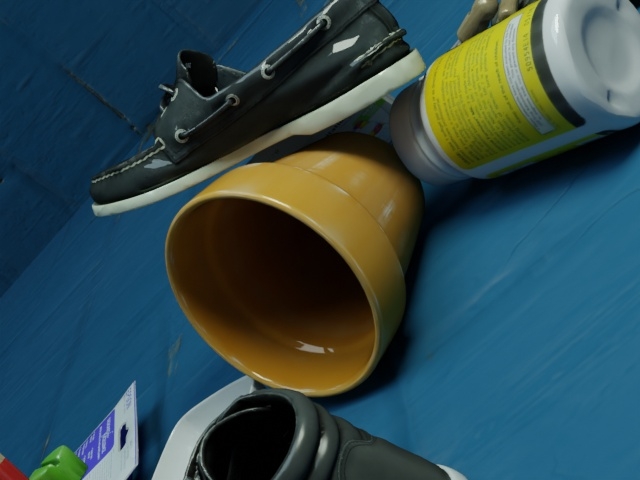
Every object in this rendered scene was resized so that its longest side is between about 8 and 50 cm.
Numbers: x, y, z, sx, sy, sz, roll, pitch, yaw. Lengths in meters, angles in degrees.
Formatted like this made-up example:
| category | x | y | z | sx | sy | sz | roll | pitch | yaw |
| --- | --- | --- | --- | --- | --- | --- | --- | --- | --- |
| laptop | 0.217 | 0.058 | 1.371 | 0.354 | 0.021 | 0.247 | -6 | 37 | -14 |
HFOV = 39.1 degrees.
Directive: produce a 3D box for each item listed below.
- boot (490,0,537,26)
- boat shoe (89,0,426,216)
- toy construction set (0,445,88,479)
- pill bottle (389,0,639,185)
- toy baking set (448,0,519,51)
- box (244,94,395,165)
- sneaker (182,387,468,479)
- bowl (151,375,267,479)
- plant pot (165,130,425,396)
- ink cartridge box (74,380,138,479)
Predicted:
| category | x | y | z | sx | sy | sz | roll | pitch | yaw |
| --- | --- | --- | --- | --- | --- | --- | --- | --- | --- |
| boot | 0.251 | -0.269 | 0.858 | 0.246 | 0.083 | 0.161 | -44 | 20 | 31 |
| boat shoe | -0.082 | -0.127 | 0.804 | 0.340 | 0.113 | 0.127 | -21 | 15 | 24 |
| toy construction set | -0.314 | 0.193 | 0.586 | 0.309 | 0.237 | 0.257 | -39 | 11 | 19 |
| pill bottle | 0.158 | -0.119 | 0.746 | 0.208 | 0.119 | 0.119 | -21 | 36 | 53 |
| toy baking set | 0.157 | -0.218 | 0.929 | 0.256 | 0.030 | 0.196 | -79 | 13 | -69 |
| box | 0.022 | -0.097 | 0.943 | 0.145 | 0.186 | 0.038 | -45 | 65 | 14 |
| sneaker | -0.046 | 0.179 | 0.630 | 0.296 | 0.147 | 0.104 | -31 | 30 | 46 |
| bowl | -0.096 | 0.205 | 0.824 | 0.142 | 0.053 | 0.142 | -35 | 26 | 36 |
| plant pot | 0.000 | 0.000 | 0.799 | 0.205 | 0.205 | 0.188 | -30 | 13 | 44 |
| ink cartridge box | -0.262 | 0.290 | 1.038 | 0.208 | 0.045 | 0.206 | -50 | 20 | 6 |
